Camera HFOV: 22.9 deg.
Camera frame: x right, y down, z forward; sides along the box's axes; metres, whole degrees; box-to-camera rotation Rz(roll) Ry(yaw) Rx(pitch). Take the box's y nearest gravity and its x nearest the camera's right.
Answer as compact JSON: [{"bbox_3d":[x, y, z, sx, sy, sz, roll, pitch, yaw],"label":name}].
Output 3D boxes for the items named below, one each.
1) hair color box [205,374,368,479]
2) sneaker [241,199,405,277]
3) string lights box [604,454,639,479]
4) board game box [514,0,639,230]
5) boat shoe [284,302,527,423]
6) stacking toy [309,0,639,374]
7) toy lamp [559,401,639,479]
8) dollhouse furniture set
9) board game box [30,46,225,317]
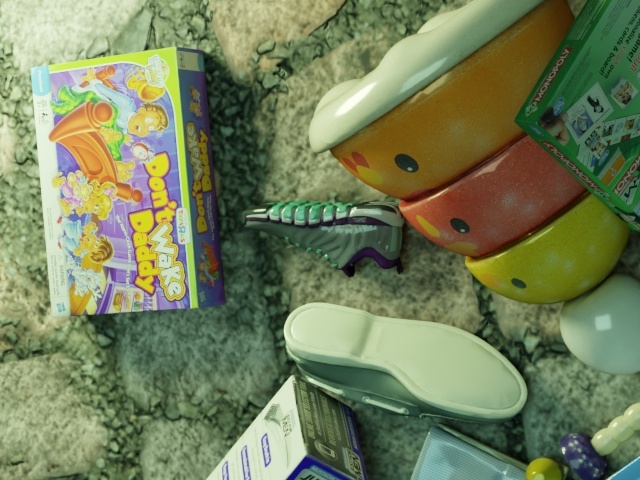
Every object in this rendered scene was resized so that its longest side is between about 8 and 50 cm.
[{"bbox_3d":[-0.086,0.359,2.013,0.110,0.185,0.339,30,110,-20],"label":"hair color box"},{"bbox_3d":[0.000,0.000,2.026,0.224,0.083,0.098,1,98,24],"label":"sneaker"},{"bbox_3d":[0.404,0.271,1.820,0.260,0.133,0.076,-41,75,20],"label":"string lights box"},{"bbox_3d":[0.369,-0.197,1.724,0.317,0.213,0.046,-57,29,-11],"label":"board game box"},{"bbox_3d":[0.107,0.168,1.992,0.319,0.116,0.099,16,142,17],"label":"boat shoe"},{"bbox_3d":[0.246,-0.047,1.824,0.351,0.350,0.480,-34,94,22],"label":"stacking toy"},{"bbox_3d":[0.404,0.179,1.849,0.275,0.080,0.080,-41,76,21],"label":"toy lamp"},{"bbox_3d":[0.117,0.355,1.922,0.286,0.198,0.303,26,102,21],"label":"dollhouse furniture set"},{"bbox_3d":[-0.262,-0.076,2.143,0.233,0.078,0.347,-5,90,25],"label":"board game box"}]
